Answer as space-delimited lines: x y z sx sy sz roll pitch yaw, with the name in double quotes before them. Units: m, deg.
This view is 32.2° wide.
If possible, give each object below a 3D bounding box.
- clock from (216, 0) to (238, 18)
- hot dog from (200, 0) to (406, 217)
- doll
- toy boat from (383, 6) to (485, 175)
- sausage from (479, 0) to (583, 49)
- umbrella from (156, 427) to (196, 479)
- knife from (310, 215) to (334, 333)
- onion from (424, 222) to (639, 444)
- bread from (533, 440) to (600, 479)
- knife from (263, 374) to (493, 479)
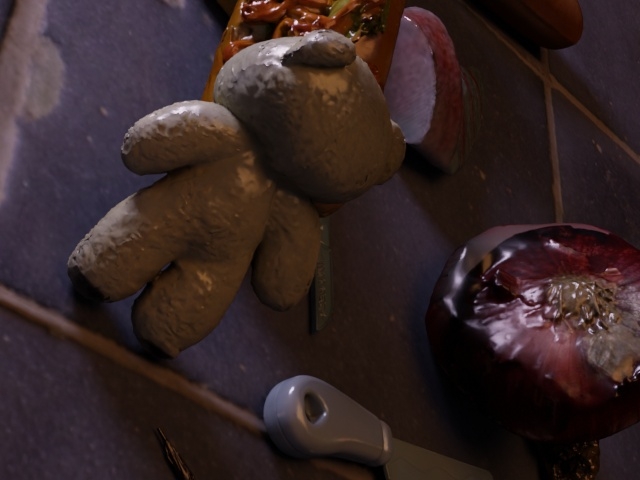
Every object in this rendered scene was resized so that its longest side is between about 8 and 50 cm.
"clock" -0.043 -0.309 1.173 0.143 0.096 0.202 52 38 -17
"hot dog" -0.006 -0.192 1.002 0.158 0.117 0.348 17 77 5
"doll" -0.072 -0.043 0.869 0.149 0.278 0.175 43 -5 35
"toy boat" 0.156 -0.177 1.359 0.282 0.096 0.206 -3 76 -65
"sausage" 0.287 -0.368 1.614 0.274 0.105 0.105 25 49 -39
"umbrella" -0.093 0.196 0.844 0.122 0.013 0.022 57 24 -4
"knife" 0.000 0.000 1.088 0.028 0.015 0.210 33 45 -43
"onion" 0.247 0.107 1.172 0.272 0.272 0.195 -73 162 -45
"bread" 0.275 0.227 1.237 0.082 0.060 0.113 -10 73 -50
"knife" 0.072 0.208 1.025 0.331 0.044 0.080 32 44 -39
